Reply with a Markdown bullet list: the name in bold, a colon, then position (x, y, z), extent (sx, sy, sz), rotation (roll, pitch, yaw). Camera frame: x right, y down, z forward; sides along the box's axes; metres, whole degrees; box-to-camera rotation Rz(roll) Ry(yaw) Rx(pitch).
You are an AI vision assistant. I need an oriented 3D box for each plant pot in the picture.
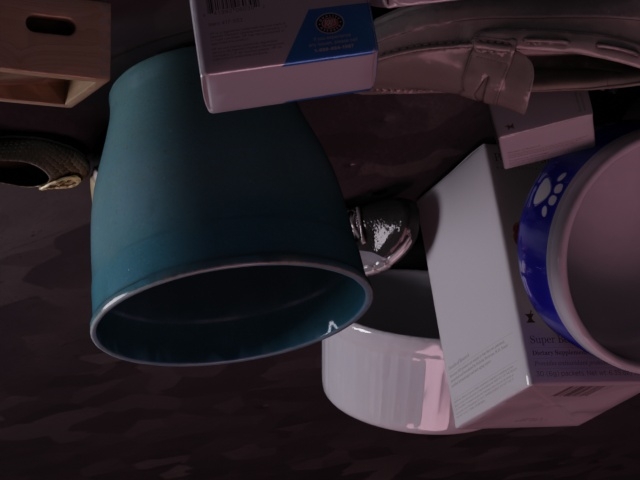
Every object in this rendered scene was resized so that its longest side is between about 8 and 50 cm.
- **plant pot**: position (-0.102, -0.041, 1.736), extent (0.271, 0.255, 0.271), rotation (-8, 158, -3)

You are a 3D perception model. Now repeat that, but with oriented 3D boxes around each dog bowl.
- **dog bowl**: position (0.348, 0.005, 1.902), extent (0.265, 0.265, 0.104), rotation (-1, -170, -21)

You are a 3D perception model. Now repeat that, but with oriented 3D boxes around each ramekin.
- **ramekin**: position (0.129, 0.141, 2.256), extent (0.277, 0.135, 0.277), rotation (5, -163, -1)

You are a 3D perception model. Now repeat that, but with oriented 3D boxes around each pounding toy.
- **pounding toy**: position (-0.264, -0.184, 1.554), extent (0.141, 0.100, 0.130), rotation (4, 169, -26)

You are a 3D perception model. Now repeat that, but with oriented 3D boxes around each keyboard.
- **keyboard**: position (0.319, -0.179, 1.894), extent (0.100, 0.038, 0.192), rotation (16, 157, -1)

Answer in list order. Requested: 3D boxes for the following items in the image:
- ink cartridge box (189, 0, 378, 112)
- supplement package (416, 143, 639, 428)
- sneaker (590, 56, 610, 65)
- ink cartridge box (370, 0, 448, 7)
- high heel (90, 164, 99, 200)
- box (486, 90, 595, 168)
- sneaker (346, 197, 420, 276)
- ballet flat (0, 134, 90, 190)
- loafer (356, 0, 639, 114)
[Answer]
- **ink cartridge box**: position (-0.038, -0.211, 1.426), extent (0.139, 0.191, 0.082), rotation (-8, 160, -3)
- **supplement package**: position (0.246, 0.055, 2.068), extent (0.177, 0.293, 0.175), rotation (1, 158, -26)
- **sneaker**: position (0.286, -0.184, 1.818), extent (0.040, 0.044, 0.109), rotation (-16, 167, 4)
- **ink cartridge box**: position (0.108, -0.240, 1.428), extent (0.154, 0.093, 0.212), rotation (-8, -169, -4)
- **high heel**: position (-0.152, -0.042, 1.929), extent (0.186, 0.093, 0.261), rotation (-7, 169, -3)
- **box**: position (0.223, -0.144, 1.827), extent (0.102, 0.101, 0.087), rotation (-14, 158, 6)
- **sneaker**: position (0.000, 0.000, 2.117), extent (0.228, 0.086, 0.132), rotation (-25, 151, 36)
- **ballet flat**: position (-0.343, -0.077, 1.808), extent (0.250, 0.058, 0.084), rotation (11, 151, -42)
- **loafer**: position (0.176, -0.177, 1.709), extent (0.319, 0.111, 0.112), rotation (-9, 158, -1)
